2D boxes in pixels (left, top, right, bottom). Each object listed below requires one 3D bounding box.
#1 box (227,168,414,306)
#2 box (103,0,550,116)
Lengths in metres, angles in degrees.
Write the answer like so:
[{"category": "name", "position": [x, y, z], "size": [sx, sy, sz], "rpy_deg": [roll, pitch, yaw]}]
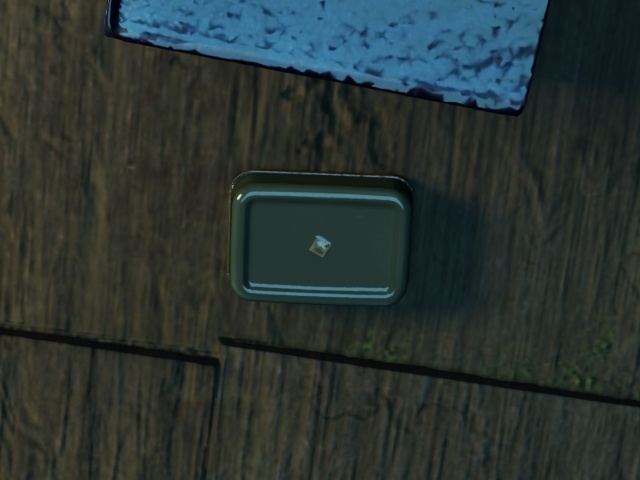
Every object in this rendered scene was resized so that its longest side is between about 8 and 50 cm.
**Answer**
[{"category": "box", "position": [0.000, 0.000, 1.224], "size": [0.126, 0.031, 0.091], "rpy_deg": [3, 109, -2]}, {"category": "box", "position": [0.023, -0.240, 1.098], "size": [0.261, 0.116, 0.279], "rpy_deg": [11, 108, -3]}]
